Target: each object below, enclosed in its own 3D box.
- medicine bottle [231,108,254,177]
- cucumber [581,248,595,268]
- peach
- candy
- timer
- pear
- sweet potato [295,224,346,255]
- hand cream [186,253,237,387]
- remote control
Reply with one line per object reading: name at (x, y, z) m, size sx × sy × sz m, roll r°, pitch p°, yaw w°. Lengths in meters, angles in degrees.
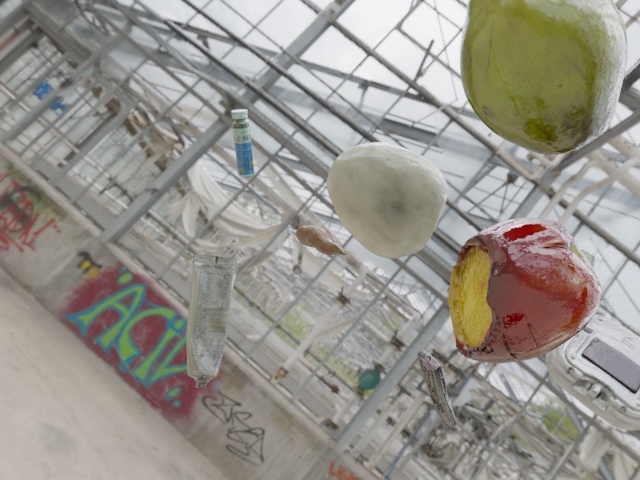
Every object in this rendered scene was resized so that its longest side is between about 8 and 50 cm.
medicine bottle at (-0.225, -0.280, 1.393) m, size 0.051 × 0.051 × 0.191 m, roll 29°, pitch -49°, yaw 47°
cucumber at (0.624, 0.082, 1.187) m, size 0.078 × 0.211 × 0.062 m, roll 29°, pitch -57°, yaw 21°
peach at (0.265, 0.077, 0.684) m, size 0.196 × 0.226 × 0.190 m, roll -5°, pitch 62°, yaw -59°
candy at (0.218, -0.144, 1.663) m, size 0.427 × 0.386 × 0.186 m, roll 36°, pitch 22°, yaw 2°
timer at (0.706, 0.309, 1.170) m, size 0.262 × 0.237 × 0.087 m, roll 39°, pitch -33°, yaw 27°
pear at (0.299, -0.244, 0.657) m, size 0.269 × 0.212 × 0.212 m, roll 65°, pitch -16°, yaw -11°
sweet potato at (0.000, 0.000, 1.038) m, size 0.056 × 0.056 × 0.195 m, roll 49°, pitch -10°, yaw -34°
hand cream at (-0.141, 0.100, 0.606) m, size 0.057 × 0.165 × 0.037 m, roll 9°, pitch -12°, yaw -22°
remote control at (0.227, 0.289, 0.927) m, size 0.059 × 0.028 × 0.212 m, roll 47°, pitch -16°, yaw 51°
